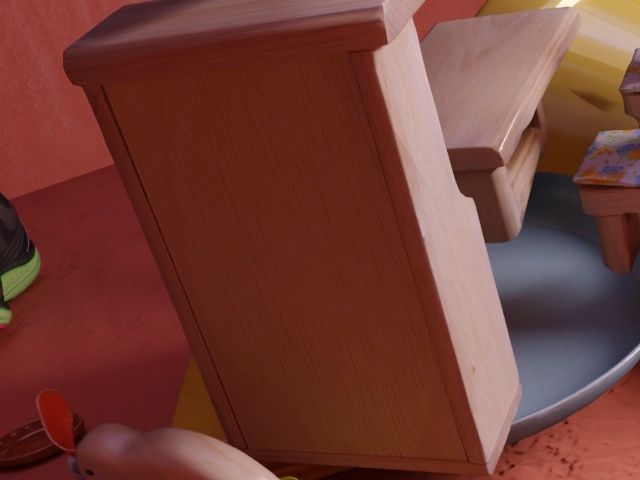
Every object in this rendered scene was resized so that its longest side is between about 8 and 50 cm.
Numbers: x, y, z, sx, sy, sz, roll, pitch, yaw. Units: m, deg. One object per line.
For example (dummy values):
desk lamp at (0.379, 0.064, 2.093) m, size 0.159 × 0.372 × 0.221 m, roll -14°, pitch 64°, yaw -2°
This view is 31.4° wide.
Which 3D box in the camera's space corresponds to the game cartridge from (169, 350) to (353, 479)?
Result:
game cartridge at (0.030, 0.091, 0.902) m, size 0.285 × 0.052 × 0.323 m, roll -17°, pitch 11°, yaw 3°

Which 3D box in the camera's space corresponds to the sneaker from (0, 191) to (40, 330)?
sneaker at (-0.495, 0.024, 1.487) m, size 0.185 × 0.202 × 0.483 m, roll -19°, pitch 13°, yaw -4°

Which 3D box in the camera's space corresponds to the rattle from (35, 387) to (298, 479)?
rattle at (-0.102, 0.166, 0.593) m, size 0.200 × 0.130 × 0.142 m, roll 18°, pitch 67°, yaw 20°

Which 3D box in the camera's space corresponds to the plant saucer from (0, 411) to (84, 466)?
plant saucer at (-0.243, 0.172, 0.978) m, size 0.083 × 0.013 × 0.083 m, roll -17°, pitch 14°, yaw 4°

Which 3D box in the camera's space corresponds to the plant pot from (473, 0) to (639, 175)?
plant pot at (0.279, -0.106, 1.006) m, size 0.254 × 0.254 × 0.239 m, roll -24°, pitch 31°, yaw -25°

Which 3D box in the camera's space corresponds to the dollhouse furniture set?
dollhouse furniture set at (0.057, -0.088, 0.706) m, size 0.362 × 0.256 × 0.394 m, roll -2°, pitch 32°, yaw 28°

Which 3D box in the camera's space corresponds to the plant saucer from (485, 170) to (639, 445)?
plant saucer at (0.080, 0.048, 0.764) m, size 0.318 × 0.043 × 0.317 m, roll -14°, pitch 27°, yaw 7°
